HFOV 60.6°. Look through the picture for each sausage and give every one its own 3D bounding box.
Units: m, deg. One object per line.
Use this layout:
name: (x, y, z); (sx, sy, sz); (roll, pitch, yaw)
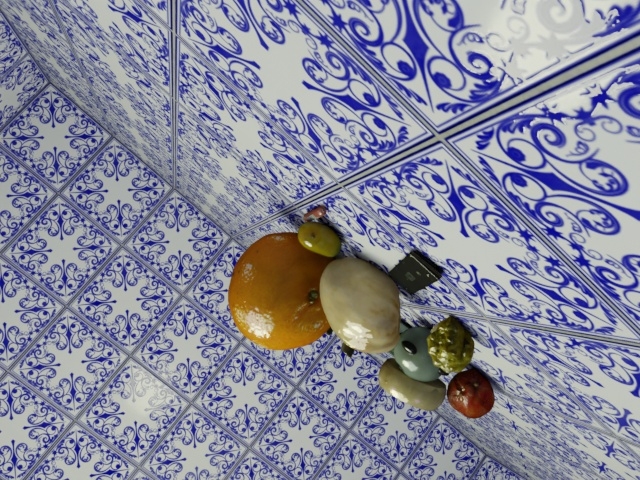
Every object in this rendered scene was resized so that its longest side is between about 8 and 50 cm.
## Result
sausage: (-0.019, -0.077, 1.618); (0.029, 0.029, 0.223); (41, 168, -9)

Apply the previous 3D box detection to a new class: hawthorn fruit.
hawthorn fruit: (0.534, 0.535, 1.942); (0.173, 0.173, 0.179); (24, 135, 53)

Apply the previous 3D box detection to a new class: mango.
mango: (0.000, 0.000, 1.687); (0.130, 0.092, 0.195); (21, 171, 16)

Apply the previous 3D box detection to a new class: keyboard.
keyboard: (0.246, 0.089, 1.436); (0.106, 0.027, 0.317); (42, 169, 5)

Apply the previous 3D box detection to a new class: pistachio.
pistachio: (0.132, 0.200, 1.696); (0.321, 0.237, 0.229); (56, 170, 24)

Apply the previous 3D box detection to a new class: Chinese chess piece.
Chinese chess piece: (0.331, 0.521, 1.990); (0.250, 0.097, 0.251); (22, -177, -1)

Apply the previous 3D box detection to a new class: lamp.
lamp: (0.342, 0.385, 1.900); (0.197, 0.198, 0.244); (41, 177, -7)

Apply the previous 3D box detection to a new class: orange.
orange: (-0.111, 0.180, 1.911); (0.326, 0.424, 0.424); (14, 153, 52)

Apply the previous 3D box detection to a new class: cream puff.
cream puff: (0.378, 0.295, 1.567); (0.146, 0.146, 0.116); (35, 151, 21)

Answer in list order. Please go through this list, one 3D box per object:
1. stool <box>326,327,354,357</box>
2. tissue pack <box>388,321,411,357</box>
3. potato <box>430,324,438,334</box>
stool: (0.063, 0.288, 2.261); (0.310, 0.226, 0.310); (33, 167, 41)
tissue pack: (0.338, 0.421, 2.209); (0.227, 0.103, 0.316); (38, 168, 8)
potato: (0.384, 0.286, 1.750); (0.093, 0.036, 0.037); (116, 141, -60)
